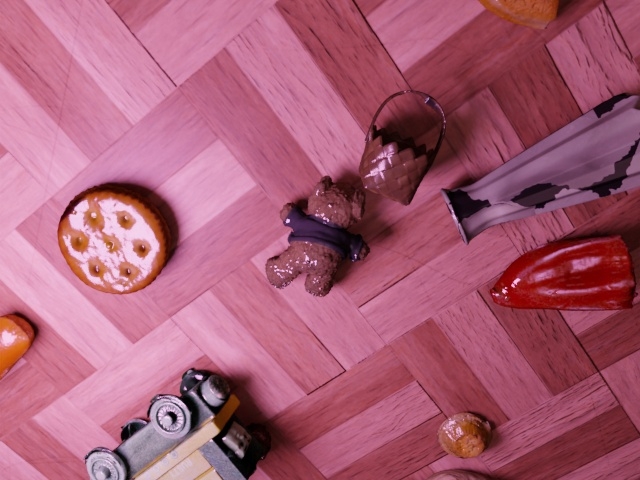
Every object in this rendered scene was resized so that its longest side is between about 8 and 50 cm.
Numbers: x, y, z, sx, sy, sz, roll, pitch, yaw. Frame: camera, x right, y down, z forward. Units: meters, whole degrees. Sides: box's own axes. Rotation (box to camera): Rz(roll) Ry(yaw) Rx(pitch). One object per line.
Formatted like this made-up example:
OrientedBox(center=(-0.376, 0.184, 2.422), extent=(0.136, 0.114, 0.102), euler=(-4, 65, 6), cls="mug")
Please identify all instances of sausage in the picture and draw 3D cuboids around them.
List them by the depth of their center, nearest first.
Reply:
OrientedBox(center=(-0.697, 0.249, 1.011), extent=(0.238, 0.098, 0.098), euler=(-42, 105, 12), cls="sausage")

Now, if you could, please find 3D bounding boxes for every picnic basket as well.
OrientedBox(center=(0.140, -0.165, 0.820), extent=(0.128, 0.138, 0.178), euler=(22, 111, -11), cls="picnic basket")

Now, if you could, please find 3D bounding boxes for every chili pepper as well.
OrientedBox(center=(0.457, 0.068, 0.924), extent=(0.252, 0.136, 0.144), euler=(-8, 137, 12), cls="chili pepper")

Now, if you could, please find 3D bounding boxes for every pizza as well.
OrientedBox(center=(0.312, -0.442, 0.762), extent=(0.182, 0.062, 0.161), euler=(19, 116, -1), cls="pizza")

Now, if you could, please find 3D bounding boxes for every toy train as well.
OrientedBox(center=(-0.308, 0.457, 1.023), extent=(0.397, 0.160, 0.253), euler=(-40, 89, 15), cls="toy train")

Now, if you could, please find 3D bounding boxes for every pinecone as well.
OrientedBox(center=(-0.150, 0.463, 1.093), extent=(0.077, 0.077, 0.083), euler=(4, 120, -1), cls="pinecone")

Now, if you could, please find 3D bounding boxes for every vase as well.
OrientedBox(center=(0.400, -0.116, 0.835), extent=(0.360, 0.165, 0.165), euler=(-24, 108, 14), cls="vase")

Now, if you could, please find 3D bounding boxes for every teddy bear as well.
OrientedBox(center=(-0.001, 0.010, 0.891), extent=(0.182, 0.129, 0.251), euler=(20, 110, -9), cls="teddy bear")

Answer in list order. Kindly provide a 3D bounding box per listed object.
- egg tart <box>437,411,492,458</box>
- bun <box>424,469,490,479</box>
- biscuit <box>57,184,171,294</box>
OrientedBox(center=(0.331, 0.455, 1.095), extent=(0.128, 0.049, 0.129), euler=(1, 110, 2), cls="egg tart")
OrientedBox(center=(0.320, 0.645, 1.110), extent=(0.237, 0.116, 0.210), euler=(-35, 91, 0), cls="bun")
OrientedBox(center=(-0.399, 0.001, 0.927), extent=(0.220, 0.066, 0.221), euler=(0, 110, 1), cls="biscuit")
